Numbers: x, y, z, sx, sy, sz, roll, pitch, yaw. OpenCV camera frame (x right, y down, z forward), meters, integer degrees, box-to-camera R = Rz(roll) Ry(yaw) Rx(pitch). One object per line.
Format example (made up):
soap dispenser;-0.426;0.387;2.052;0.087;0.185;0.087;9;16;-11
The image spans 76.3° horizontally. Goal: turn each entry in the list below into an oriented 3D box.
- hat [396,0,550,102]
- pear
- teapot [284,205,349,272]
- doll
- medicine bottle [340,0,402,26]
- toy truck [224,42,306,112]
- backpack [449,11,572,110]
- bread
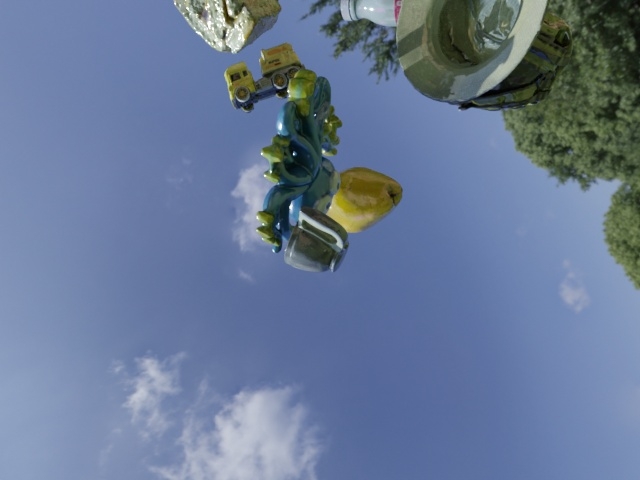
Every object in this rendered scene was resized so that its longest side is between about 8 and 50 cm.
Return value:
hat;0.255;-0.346;0.638;0.130;0.257;0.258;-10;-104;-38
pear;0.161;-0.182;1.682;0.285;0.336;0.285;41;-148;-33
teapot;0.003;-0.003;0.751;0.108;0.149;0.111;24;-146;10
doll;-0.019;-0.143;0.793;0.341;0.098;0.347;67;-139;-68
medicine bottle;0.154;-0.510;0.874;0.090;0.216;0.091;-44;-40;-53
toy truck;-0.189;-0.558;1.379;0.271;0.124;0.157;-21;-91;-2
backpack;0.361;-0.358;0.807;0.252;0.207;0.140;6;-126;-6
bread;-0.366;-0.844;1.416;0.395;0.264;0.239;41;-132;-16
